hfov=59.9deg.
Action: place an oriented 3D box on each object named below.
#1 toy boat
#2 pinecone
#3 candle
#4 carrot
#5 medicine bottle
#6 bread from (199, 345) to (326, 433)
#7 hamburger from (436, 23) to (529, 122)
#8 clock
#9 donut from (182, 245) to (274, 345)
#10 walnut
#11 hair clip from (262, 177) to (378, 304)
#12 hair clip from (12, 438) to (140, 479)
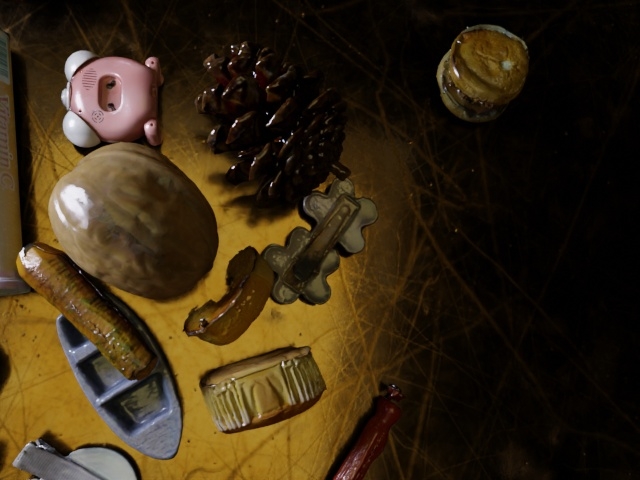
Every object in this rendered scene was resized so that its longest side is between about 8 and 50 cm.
[{"bbox_3d":[-0.305,0.219,0.886,0.127,0.078,0.283,-31,90,-16],"label":"toy boat"},{"bbox_3d":[-0.082,-0.194,0.921,0.244,0.244,0.309,-43,73,-15],"label":"pinecone"},{"bbox_3d":[0.055,0.401,0.957,0.051,0.048,0.329,33,77,7],"label":"candle"},{"bbox_3d":[-0.346,0.106,0.827,0.260,0.070,0.070,45,75,5],"label":"carrot"},{"bbox_3d":[-0.528,-0.126,0.878,0.108,0.108,0.426,-5,81,-13],"label":"medicine bottle"},{"bbox_3d":[-0.090,0.245,0.903,0.190,0.132,0.114,-20,88,-12],"label":"bread"},{"bbox_3d":[0.315,-0.333,1.098,0.177,0.113,0.185,-15,77,-9],"label":"hamburger"},{"bbox_3d":[-0.353,-0.240,0.938,0.162,0.093,0.166,-1,83,-10],"label":"clock"},{"bbox_3d":[-0.141,0.097,0.911,0.078,0.146,0.181,42,70,-21],"label":"donut"},{"bbox_3d":[-0.276,-0.026,0.857,0.261,0.225,0.225,34,76,-20],"label":"walnut"},{"bbox_3d":[-0.001,0.002,0.994,0.146,0.075,0.257,35,69,1],"label":"hair clip"},{"bbox_3d":[-0.368,0.387,0.863,0.220,0.054,0.140,36,71,-8],"label":"hair clip"}]
